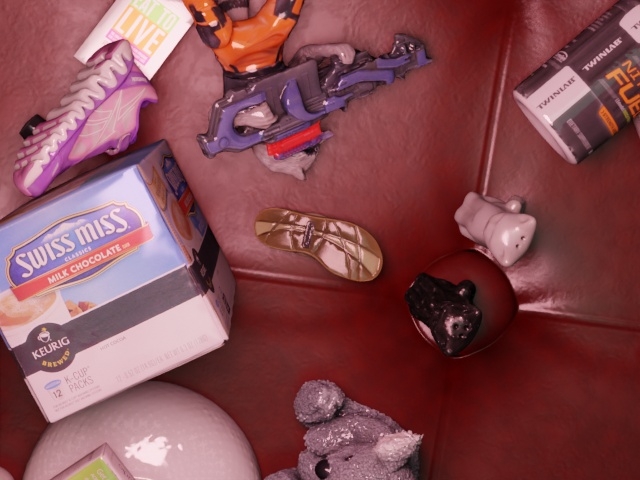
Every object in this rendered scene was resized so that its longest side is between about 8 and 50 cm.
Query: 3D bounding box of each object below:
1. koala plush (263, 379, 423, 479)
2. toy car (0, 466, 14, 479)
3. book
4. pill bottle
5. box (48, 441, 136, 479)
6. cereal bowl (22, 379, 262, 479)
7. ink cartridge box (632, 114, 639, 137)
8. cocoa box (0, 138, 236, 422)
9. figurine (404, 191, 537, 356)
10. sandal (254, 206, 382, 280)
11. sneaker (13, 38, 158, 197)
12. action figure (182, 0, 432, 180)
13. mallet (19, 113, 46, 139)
[{"bbox_3d":[0.060,0.305,1.732,0.203,0.221,0.196,21,86,-14],"label":"koala plush"},{"bbox_3d":[-0.504,0.375,1.794,0.182,0.159,0.136,24,137,-9],"label":"toy car"},{"bbox_3d":[-0.236,-0.266,1.722,0.096,0.035,0.144,36,91,-11],"label":"book"},{"bbox_3d":[0.378,-0.221,1.713,0.246,0.130,0.130,-41,99,5],"label":"pill bottle"},{"bbox_3d":[-0.334,0.435,1.695,0.322,0.058,0.232,-33,103,6],"label":"box"},{"bbox_3d":[-0.243,0.366,1.789,0.339,0.141,0.338,0,99,-1],"label":"cereal bowl"},{"bbox_3d":[0.471,-0.140,1.723,0.090,0.143,0.092,-23,100,2],"label":"ink cartridge box"},{"bbox_3d":[-0.254,0.033,1.625,0.232,0.347,0.227,-25,99,3],"label":"cocoa box"},{"bbox_3d":[0.201,0.039,1.711,0.092,0.209,0.214,30,97,-7],"label":"figurine"},{"bbox_3d":[0.000,0.000,1.784,0.180,0.049,0.072,18,93,10],"label":"sandal"},{"bbox_3d":[-0.281,-0.136,1.649,0.104,0.095,0.236,47,62,-26],"label":"sneaker"},{"bbox_3d":[-0.042,-0.244,1.712,0.341,0.178,0.330,-17,108,-26],"label":"action figure"},{"bbox_3d":[-0.319,-0.194,1.745,0.062,0.039,0.189,34,93,-11],"label":"mallet"}]
